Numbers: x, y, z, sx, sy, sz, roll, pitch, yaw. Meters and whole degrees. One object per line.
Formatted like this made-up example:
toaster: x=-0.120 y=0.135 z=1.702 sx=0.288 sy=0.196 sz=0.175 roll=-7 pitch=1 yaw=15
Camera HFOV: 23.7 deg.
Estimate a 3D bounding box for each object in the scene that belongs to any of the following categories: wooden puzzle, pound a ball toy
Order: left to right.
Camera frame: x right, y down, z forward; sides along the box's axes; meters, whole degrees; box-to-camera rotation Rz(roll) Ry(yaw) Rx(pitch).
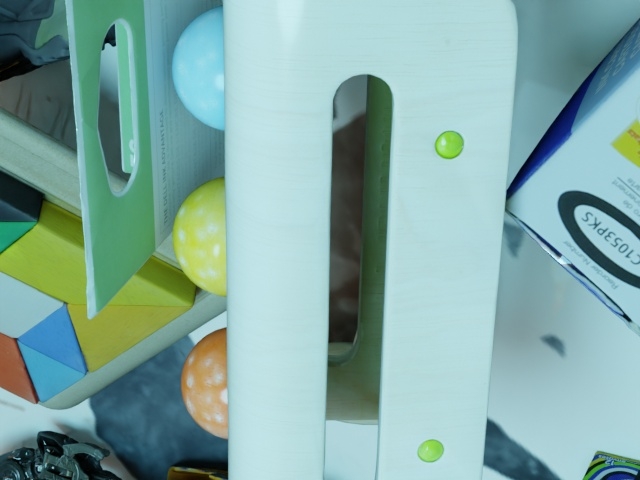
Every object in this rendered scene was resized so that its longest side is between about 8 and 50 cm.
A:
wooden puzzle: x=-0.173 y=0.023 z=0.858 sx=0.239 sy=0.044 sz=0.221 roll=26 pitch=138 yaw=-33
pound a ball toy: x=0.000 y=0.000 z=0.716 sx=0.136 sy=0.208 sz=0.319 roll=0 pitch=119 yaw=-4

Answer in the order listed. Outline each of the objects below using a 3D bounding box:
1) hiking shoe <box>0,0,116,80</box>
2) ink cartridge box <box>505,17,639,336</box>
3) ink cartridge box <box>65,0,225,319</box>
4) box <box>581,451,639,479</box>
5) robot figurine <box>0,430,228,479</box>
hiking shoe: x=-0.189 y=-0.144 z=0.832 sx=0.227 sy=0.086 sz=0.114 roll=-10 pitch=97 yaw=30
ink cartridge box: x=0.262 y=-0.037 z=0.592 sx=0.270 sy=0.151 sz=0.395 roll=42 pitch=128 yaw=1
ink cartridge box: x=-0.069 y=-0.098 z=0.681 sx=0.056 sy=0.235 sz=0.171 roll=14 pitch=124 yaw=20
box: x=0.218 y=0.167 z=0.804 sx=0.169 sy=0.054 sz=0.059 roll=11 pitch=123 yaw=22
robot figurine: x=-0.120 y=0.233 z=0.979 sx=0.291 sy=0.085 sz=0.211 roll=0 pitch=83 yaw=31
